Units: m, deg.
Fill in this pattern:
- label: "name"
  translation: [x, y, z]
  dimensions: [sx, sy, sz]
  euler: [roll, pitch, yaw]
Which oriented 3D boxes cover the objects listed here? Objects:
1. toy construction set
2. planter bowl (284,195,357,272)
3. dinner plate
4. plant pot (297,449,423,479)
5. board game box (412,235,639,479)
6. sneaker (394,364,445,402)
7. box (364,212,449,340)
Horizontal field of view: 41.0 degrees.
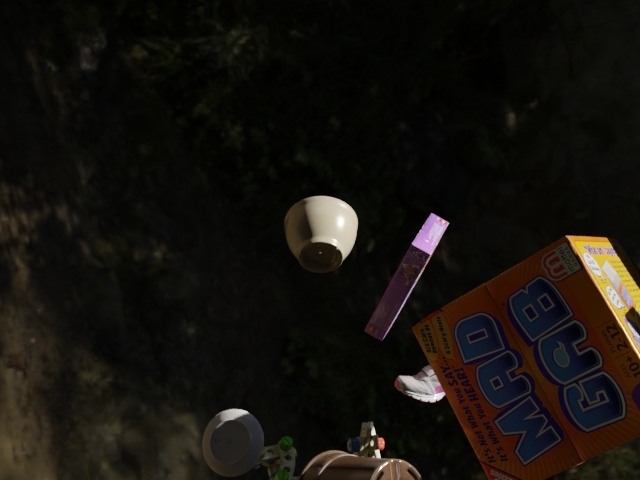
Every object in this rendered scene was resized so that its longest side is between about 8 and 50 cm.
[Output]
- label: "toy construction set"
  translation: [-0.003, 0.529, 1.950]
  dimensions: [0.215, 0.328, 0.151]
  euler: [-113, -161, -50]
- label: "planter bowl"
  translation: [0.000, 0.000, 1.838]
  dimensions: [0.109, 0.162, 0.162]
  euler: [-89, 168, -45]
- label: "dinner plate"
  translation: [-0.187, 0.424, 1.801]
  dimensions: [0.017, 0.141, 0.141]
  euler: [48, 28, -64]
- label: "plant pot"
  translation: [0.073, 0.419, 1.370]
  dimensions: [0.165, 0.167, 0.167]
  euler: [-21, -101, 51]
- label: "board game box"
  translation: [0.470, 0.231, 1.663]
  dimensions: [0.356, 0.356, 0.356]
  euler: [2, 58, -57]
- label: "sneaker"
  translation: [0.311, 0.349, 2.221]
  dimensions: [0.103, 0.252, 0.111]
  euler: [-149, -121, -68]
- label: "box"
  translation: [0.221, 0.093, 2.188]
  dimensions: [0.293, 0.057, 0.201]
  euler: [-65, 171, 31]
